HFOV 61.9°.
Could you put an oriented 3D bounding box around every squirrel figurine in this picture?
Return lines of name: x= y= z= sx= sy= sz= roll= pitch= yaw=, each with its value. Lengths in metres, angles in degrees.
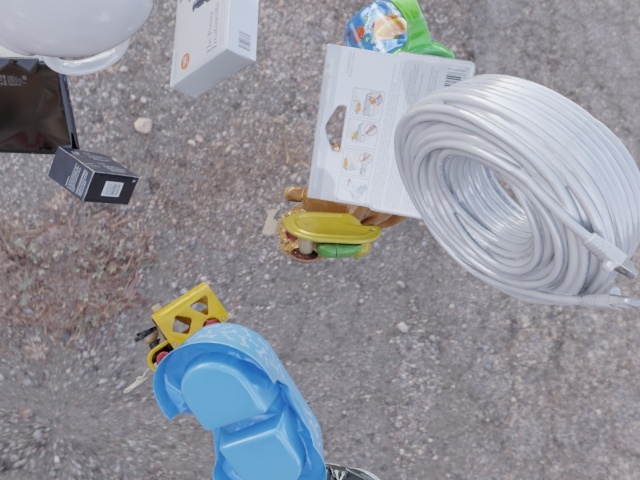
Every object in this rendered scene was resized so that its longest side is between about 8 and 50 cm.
squirrel figurine: x=0.067 y=-0.079 z=1.242 sx=0.281 sy=0.396 sz=0.370 roll=36 pitch=30 yaw=8

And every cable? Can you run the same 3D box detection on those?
cable: x=0.189 y=-0.049 z=0.544 sx=0.089 sy=0.257 sz=0.257 roll=-38 pitch=92 yaw=-14

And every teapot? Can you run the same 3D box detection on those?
teapot: x=-0.312 y=-0.284 z=0.552 sx=0.256 sy=0.187 sz=0.252 roll=53 pitch=12 yaw=-27

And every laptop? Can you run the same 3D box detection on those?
laptop: x=-0.853 y=-0.475 z=1.510 sx=0.383 sy=0.407 sz=0.236 roll=3 pitch=26 yaw=3

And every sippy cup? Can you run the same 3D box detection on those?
sippy cup: x=0.170 y=-0.444 z=1.291 sx=0.240 sy=0.305 sz=0.223 roll=0 pitch=56 yaw=-43

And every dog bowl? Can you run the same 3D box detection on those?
dog bowl: x=-0.100 y=0.241 z=0.739 sx=0.297 sy=0.166 sz=0.074 roll=61 pitch=18 yaw=-18

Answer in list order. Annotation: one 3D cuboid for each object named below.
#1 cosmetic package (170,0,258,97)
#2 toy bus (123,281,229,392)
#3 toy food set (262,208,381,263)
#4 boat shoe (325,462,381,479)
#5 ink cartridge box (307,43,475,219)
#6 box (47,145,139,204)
cosmetic package: x=-0.289 y=-0.618 z=1.457 sx=0.098 sy=0.285 sz=0.376 roll=12 pitch=73 yaw=-41
toy bus: x=-0.273 y=0.161 z=0.989 sx=0.104 sy=0.191 sz=0.202 roll=57 pitch=22 yaw=-1
toy food set: x=0.000 y=0.000 z=0.987 sx=0.218 sy=0.128 sz=0.071 roll=4 pitch=115 yaw=-7
boat shoe: x=0.026 y=0.521 z=1.149 sx=0.220 sy=0.070 sz=0.077 roll=5 pitch=65 yaw=11
ink cartridge box: x=0.114 y=-0.184 z=0.922 sx=0.239 sy=0.274 sz=0.060 roll=11 pitch=25 yaw=5
box: x=-0.614 y=-0.174 z=1.450 sx=0.158 sy=0.093 sz=0.156 roll=33 pitch=14 yaw=23
